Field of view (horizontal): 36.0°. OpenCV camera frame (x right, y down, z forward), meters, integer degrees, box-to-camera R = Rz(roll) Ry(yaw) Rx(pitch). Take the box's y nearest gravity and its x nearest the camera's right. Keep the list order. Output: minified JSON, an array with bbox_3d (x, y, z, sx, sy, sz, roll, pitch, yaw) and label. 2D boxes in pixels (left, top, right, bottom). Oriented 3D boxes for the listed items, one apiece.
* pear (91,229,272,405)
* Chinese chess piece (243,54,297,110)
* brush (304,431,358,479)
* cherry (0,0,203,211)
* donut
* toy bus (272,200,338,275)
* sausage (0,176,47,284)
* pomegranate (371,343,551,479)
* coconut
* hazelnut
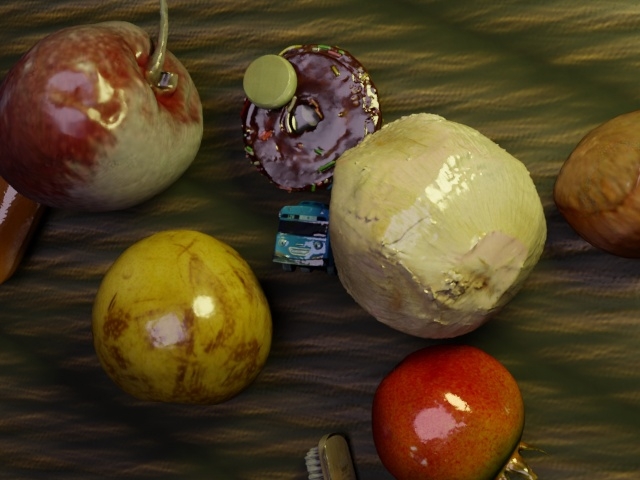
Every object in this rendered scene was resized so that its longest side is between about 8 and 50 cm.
[{"bbox_3d":[-0.210,0.120,1.504,0.281,0.281,0.280,-1,88,18],"label":"pear"},{"bbox_3d":[-0.076,-0.240,1.498,0.084,0.034,0.084,-2,83,19],"label":"Chinese chess piece"},{"bbox_3d":[0.038,0.460,1.516,0.065,0.070,0.327,-18,84,35],"label":"brush"},{"bbox_3d":[-0.349,-0.186,1.542,0.335,0.326,0.291,-30,76,50],"label":"cherry"},{"bbox_3d":[-0.011,-0.187,1.536,0.235,0.089,0.235,0,89,18],"label":"donut"},{"bbox_3d":[0.000,0.000,1.477,0.090,0.185,0.106,6,88,18],"label":"toy bus"},{"bbox_3d":[-0.534,-0.050,1.700,0.105,0.105,0.274,28,97,17],"label":"sausage"},{"bbox_3d":[0.193,0.269,1.388,0.257,0.221,0.220,36,99,14],"label":"pomegranate"},{"bbox_3d":[0.160,-0.012,1.342,0.255,0.297,0.297,27,98,54],"label":"coconut"},{"bbox_3d":[0.435,-0.076,1.347,0.215,0.176,0.214,7,127,9],"label":"hazelnut"}]
